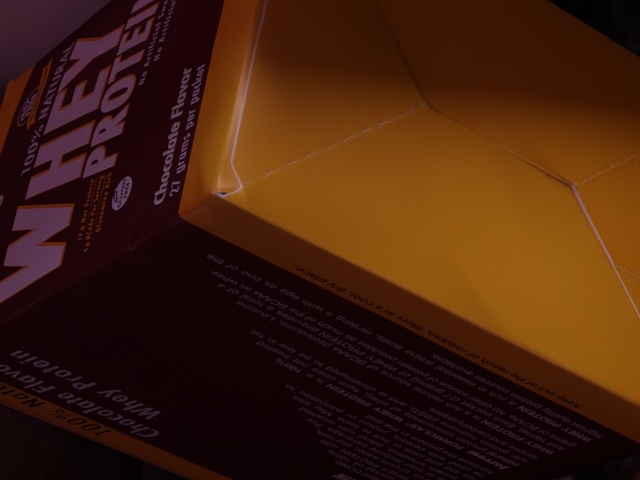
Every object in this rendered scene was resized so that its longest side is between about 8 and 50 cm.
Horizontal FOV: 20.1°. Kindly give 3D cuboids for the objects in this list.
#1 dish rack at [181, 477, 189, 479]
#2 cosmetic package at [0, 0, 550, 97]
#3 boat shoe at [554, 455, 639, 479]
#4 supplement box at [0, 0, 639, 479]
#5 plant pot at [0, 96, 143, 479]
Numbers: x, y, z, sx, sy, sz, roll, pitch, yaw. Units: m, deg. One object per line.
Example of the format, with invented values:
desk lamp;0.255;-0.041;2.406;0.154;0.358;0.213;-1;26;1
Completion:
dish rack;-0.086;0.285;0.727;0.285;0.072;0.333;-49;24;29
cosmetic package;-0.035;-0.164;0.662;0.365;0.197;0.155;-10;67;39
boat shoe;0.097;0.088;0.654;0.038;0.046;0.125;37;102;51
supplement box;0.000;0.000;0.634;0.194;0.191;0.129;-28;43;49
plant pot;-0.157;0.061;0.736;0.215;0.215;0.230;5;73;49
